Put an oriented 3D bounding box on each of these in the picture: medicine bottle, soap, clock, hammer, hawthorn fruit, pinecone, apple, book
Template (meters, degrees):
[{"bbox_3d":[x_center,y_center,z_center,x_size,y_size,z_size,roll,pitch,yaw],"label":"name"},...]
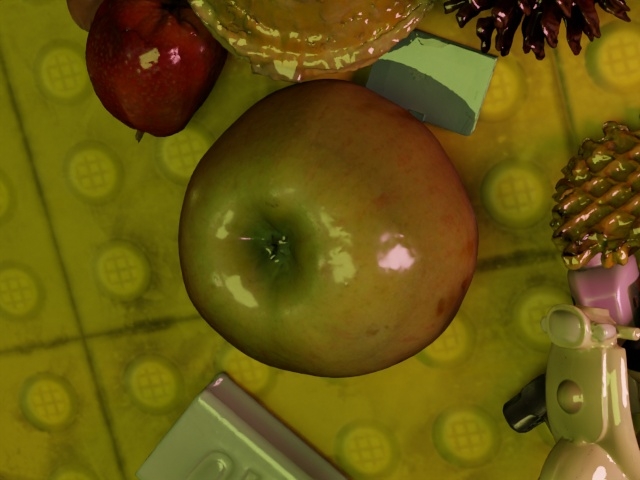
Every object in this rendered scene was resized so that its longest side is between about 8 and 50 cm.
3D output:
[{"bbox_3d":[0.326,0.080,1.844,0.078,0.115,0.219,-11,102,20],"label":"medicine bottle"},{"bbox_3d":[-0.079,0.312,2.044,0.265,0.087,0.160,40,112,3],"label":"soap"},{"bbox_3d":[0.351,0.154,1.738,0.120,0.379,0.276,4,116,51],"label":"clock"},{"bbox_3d":[0.336,0.309,1.858,0.111,0.043,0.365,-41,63,26],"label":"hammer"},{"bbox_3d":[-0.193,-0.213,1.900,0.173,0.179,0.173,2,70,-4],"label":"hawthorn fruit"},{"bbox_3d":[0.222,-0.278,1.734,0.208,0.208,0.207,4,106,15],"label":"pinecone"},{"bbox_3d":[0.000,0.000,1.819,0.338,0.305,0.338,5,108,16],"label":"apple"},{"bbox_3d":[0.124,-0.184,1.885,0.135,0.017,0.103,20,107,10],"label":"book"}]

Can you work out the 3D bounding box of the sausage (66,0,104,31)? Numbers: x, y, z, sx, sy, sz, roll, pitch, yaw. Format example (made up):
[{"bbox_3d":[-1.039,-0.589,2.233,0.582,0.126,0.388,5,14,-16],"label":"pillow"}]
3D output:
[{"bbox_3d":[-0.221,-0.448,1.881,0.088,0.088,0.433,21,110,10],"label":"sausage"}]

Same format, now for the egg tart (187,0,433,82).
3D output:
[{"bbox_3d":[-0.017,-0.347,1.782,0.341,0.132,0.341,0,88,6],"label":"egg tart"}]

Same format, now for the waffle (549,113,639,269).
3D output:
[{"bbox_3d":[0.352,-0.059,1.749,0.229,0.231,0.051,-14,130,20],"label":"waffle"}]
